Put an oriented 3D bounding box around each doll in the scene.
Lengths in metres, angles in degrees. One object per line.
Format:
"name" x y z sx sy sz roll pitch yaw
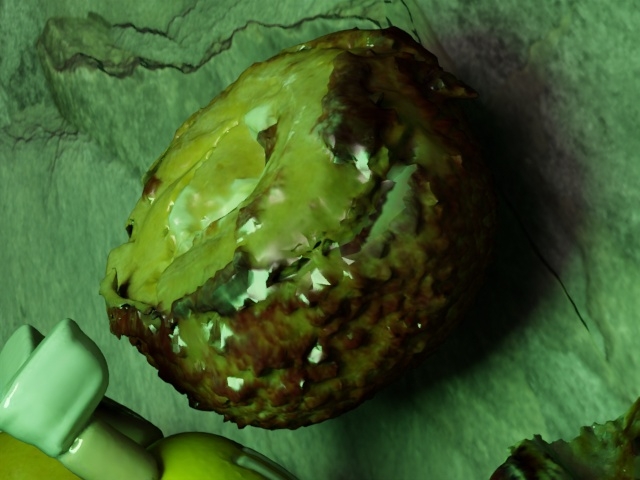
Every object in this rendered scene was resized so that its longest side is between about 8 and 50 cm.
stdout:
"doll" -0.092 0.212 1.381 0.161 0.423 0.348 -47 36 3

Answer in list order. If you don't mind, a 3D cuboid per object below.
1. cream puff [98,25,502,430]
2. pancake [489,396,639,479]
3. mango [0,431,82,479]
"cream puff" 0.002 0.001 1.422 0.350 0.228 0.350 -38 29 26
"pancake" 0.291 0.142 1.071 0.305 0.067 0.426 -43 30 -23
"mango" -0.246 0.366 1.597 0.300 0.232 0.446 37 113 42
